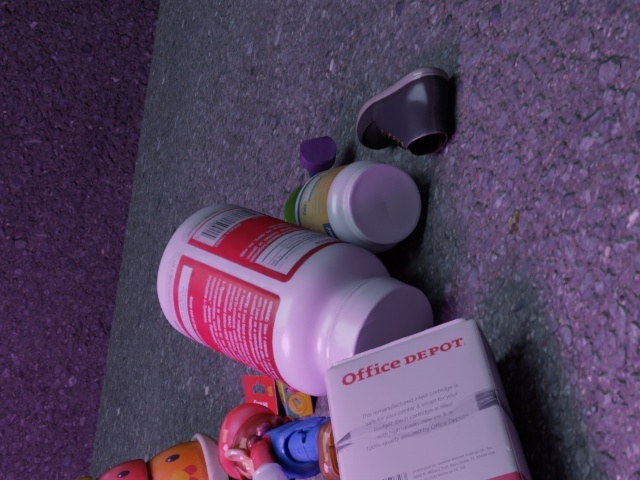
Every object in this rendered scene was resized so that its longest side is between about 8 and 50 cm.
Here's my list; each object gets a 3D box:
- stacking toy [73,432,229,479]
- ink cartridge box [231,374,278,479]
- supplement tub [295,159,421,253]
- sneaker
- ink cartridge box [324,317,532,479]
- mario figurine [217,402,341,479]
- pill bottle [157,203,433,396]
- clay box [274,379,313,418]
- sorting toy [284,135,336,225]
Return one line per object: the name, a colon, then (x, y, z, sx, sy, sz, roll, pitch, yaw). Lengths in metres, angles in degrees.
stacking toy: (-0.411, 0.558, 2.046, 0.350, 0.479, 0.351, 178, 90, -74)
ink cartridge box: (-0.123, 0.364, 1.990, 0.181, 0.056, 0.225, 165, 96, -66)
supplement tub: (0.058, -0.049, 1.694, 0.199, 0.144, 0.144, 172, 108, -67)
sneaker: (0.121, -0.169, 1.679, 0.222, 0.083, 0.118, 140, 135, -56)
ink cartridge box: (0.134, 0.258, 1.277, 0.207, 0.117, 0.283, -21, 46, 12)
mario figurine: (-0.024, 0.320, 1.552, 0.320, 0.198, 0.170, -18, 55, 52)
pill bottle: (-0.039, 0.095, 1.620, 0.407, 0.229, 0.229, 20, 99, 42)
clay box: (-0.063, 0.185, 1.875, 0.127, 0.053, 0.222, -116, 13, -56)
sorting toy: (0.000, 0.000, 1.898, 0.126, 0.127, 0.366, 94, 174, -64)
